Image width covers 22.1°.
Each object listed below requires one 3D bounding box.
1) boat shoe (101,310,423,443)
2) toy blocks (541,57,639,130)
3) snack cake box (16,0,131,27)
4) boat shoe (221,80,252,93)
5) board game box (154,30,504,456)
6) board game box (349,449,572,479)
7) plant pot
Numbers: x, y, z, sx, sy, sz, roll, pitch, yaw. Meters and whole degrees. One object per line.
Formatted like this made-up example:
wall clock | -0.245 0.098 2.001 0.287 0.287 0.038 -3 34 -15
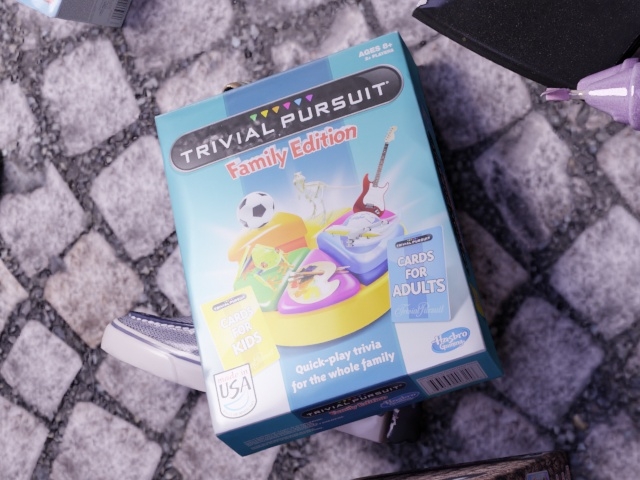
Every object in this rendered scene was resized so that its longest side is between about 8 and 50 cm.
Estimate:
boat shoe | -0.044 0.082 1.614 0.340 0.127 0.158 14 90 17
toy blocks | 0.336 -0.134 1.320 0.260 0.288 0.309 4 97 20
snack cake box | -0.223 -0.356 1.667 0.089 0.152 0.264 27 101 17
boat shoe | -0.073 -0.096 1.657 0.050 0.045 0.135 -22 81 24
board game box | 0.000 0.000 1.517 0.253 0.079 0.336 -19 63 10
board game box | 0.079 0.284 1.449 0.232 0.291 0.141 -12 85 25
plant pot | 0.217 -0.225 1.450 0.167 0.188 0.187 39 106 8
